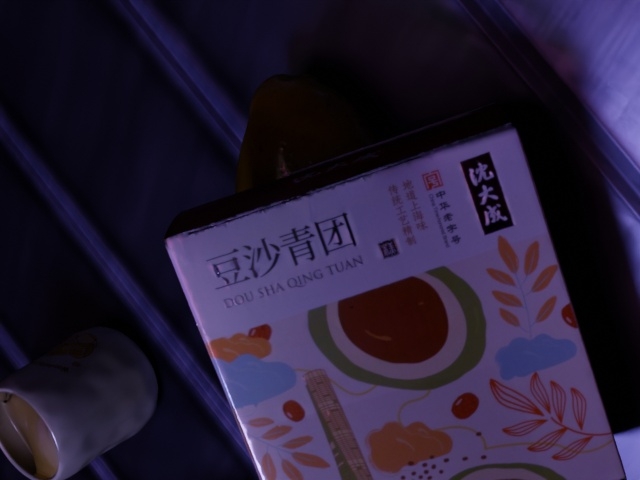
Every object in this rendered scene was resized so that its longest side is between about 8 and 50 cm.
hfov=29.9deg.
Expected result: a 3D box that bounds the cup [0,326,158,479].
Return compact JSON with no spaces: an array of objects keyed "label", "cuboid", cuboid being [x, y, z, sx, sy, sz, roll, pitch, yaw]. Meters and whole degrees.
[{"label":"cup","cuboid":[-0.370,0.254,1.760,0.173,0.202,0.255,49,136,8]}]

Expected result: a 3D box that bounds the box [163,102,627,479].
[{"label":"box","cuboid":[0.077,0.105,1.190,0.345,0.122,0.385,-18,104,7]}]

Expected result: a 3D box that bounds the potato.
[{"label":"potato","cuboid":[0.000,0.000,1.314,0.195,0.177,0.369,21,121,61]}]
